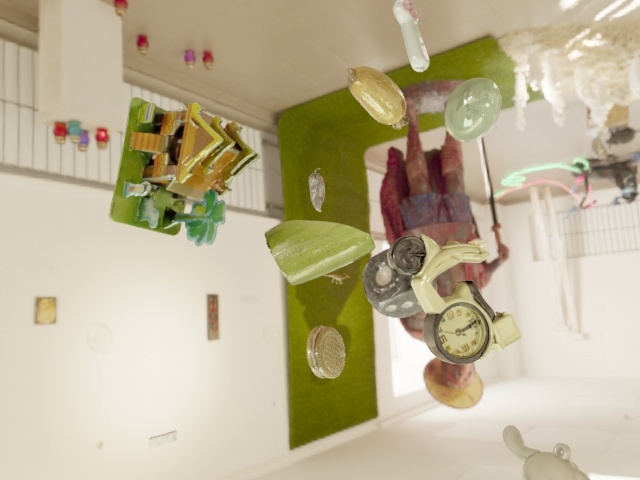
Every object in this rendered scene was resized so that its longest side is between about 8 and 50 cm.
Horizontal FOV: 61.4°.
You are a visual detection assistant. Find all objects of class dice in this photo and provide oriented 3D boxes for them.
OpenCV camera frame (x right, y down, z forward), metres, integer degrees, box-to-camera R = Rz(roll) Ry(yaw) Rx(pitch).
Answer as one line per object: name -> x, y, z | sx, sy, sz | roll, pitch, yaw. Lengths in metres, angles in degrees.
dice -> 0.259, 0.137, 1.776 | 0.183, 0.182, 0.182 | 23, 133, -39

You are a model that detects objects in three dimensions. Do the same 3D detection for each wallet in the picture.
wallet -> -0.466, 0.589, 1.595 | 0.083, 0.044, 0.011 | -8, -146, -28

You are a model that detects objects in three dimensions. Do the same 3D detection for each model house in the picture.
model house -> -0.332, -0.174, 1.360 | 0.312, 0.358, 0.242 | 3, 169, 38

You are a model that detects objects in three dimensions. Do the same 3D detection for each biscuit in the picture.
biscuit -> 0.028, 0.520, 2.518 | 0.079, 0.260, 0.259 | -13, 168, 30

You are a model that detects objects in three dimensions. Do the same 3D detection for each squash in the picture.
squash -> 0.000, 0.000, 1.475 | 0.260, 0.189, 0.189 | -28, 168, 7

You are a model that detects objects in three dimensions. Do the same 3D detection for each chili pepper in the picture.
chili pepper -> -0.011, -0.172, 1.821 | 0.050, 0.153, 0.041 | 10, -147, 27

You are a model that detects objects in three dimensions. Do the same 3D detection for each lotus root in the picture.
lotus root -> 0.217, -0.518, 1.939 | 0.303, 0.146, 0.130 | 38, 147, -27

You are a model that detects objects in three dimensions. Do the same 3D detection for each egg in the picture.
egg -> 0.581, -0.498, 2.070 | 0.202, 0.203, 0.283 | -2, 156, -10

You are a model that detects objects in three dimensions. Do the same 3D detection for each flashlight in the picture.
flashlight -> 0.239, -0.532, 1.393 | 0.047, 0.201, 0.093 | -21, 166, 35

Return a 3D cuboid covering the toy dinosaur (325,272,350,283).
toy dinosaur -> 0.056, 0.145, 2.055 | 0.113, 0.041, 0.026 | -1, 165, 10

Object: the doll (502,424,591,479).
doll -> 0.460, 0.549, 1.158 | 0.159, 0.243, 0.311 | -4, -154, -19

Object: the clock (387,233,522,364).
clock -> 0.360, 0.137, 1.441 | 0.276, 0.380, 0.120 | -22, 180, -14
